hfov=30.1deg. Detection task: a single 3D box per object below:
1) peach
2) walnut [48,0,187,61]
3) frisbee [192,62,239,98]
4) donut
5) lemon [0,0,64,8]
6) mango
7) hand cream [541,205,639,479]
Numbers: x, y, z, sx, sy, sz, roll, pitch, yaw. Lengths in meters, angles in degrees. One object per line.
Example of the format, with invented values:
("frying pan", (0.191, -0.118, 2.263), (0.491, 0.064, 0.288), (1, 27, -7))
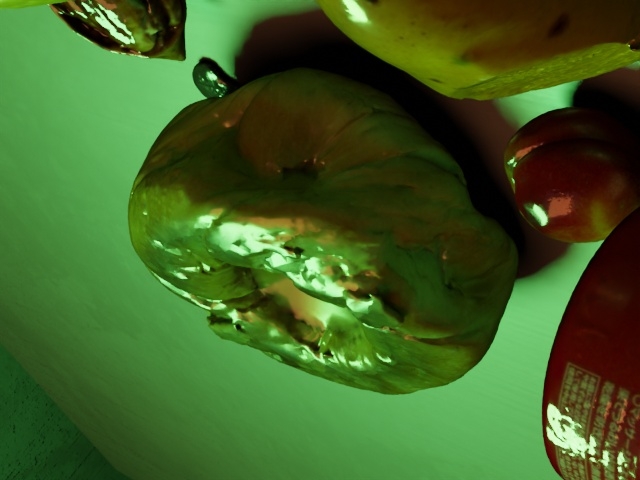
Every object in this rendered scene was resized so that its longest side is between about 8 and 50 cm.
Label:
("peach", (0.180, -0.045, 0.815), (0.100, 0.101, 0.101), (32, 156, 16))
("walnut", (-0.183, -0.225, 0.993), (0.207, 0.116, 0.115), (49, 155, -25))
("frisbee", (-0.023, -0.101, 1.106), (0.211, 0.012, 0.187), (44, 156, -14))
("donut", (0.000, 0.000, 1.051), (0.360, 0.170, 0.360), (22, 157, 10))
("lemon", (-0.188, -0.263, 0.707), (0.253, 0.310, 0.253), (2, 137, 2))
("mango", (0.074, -0.159, 0.562), (0.159, 0.290, 0.191), (-20, 92, 30))
("hand cream", (0.258, 0.088, 0.772), (0.149, 0.230, 0.230), (21, 151, 38))
